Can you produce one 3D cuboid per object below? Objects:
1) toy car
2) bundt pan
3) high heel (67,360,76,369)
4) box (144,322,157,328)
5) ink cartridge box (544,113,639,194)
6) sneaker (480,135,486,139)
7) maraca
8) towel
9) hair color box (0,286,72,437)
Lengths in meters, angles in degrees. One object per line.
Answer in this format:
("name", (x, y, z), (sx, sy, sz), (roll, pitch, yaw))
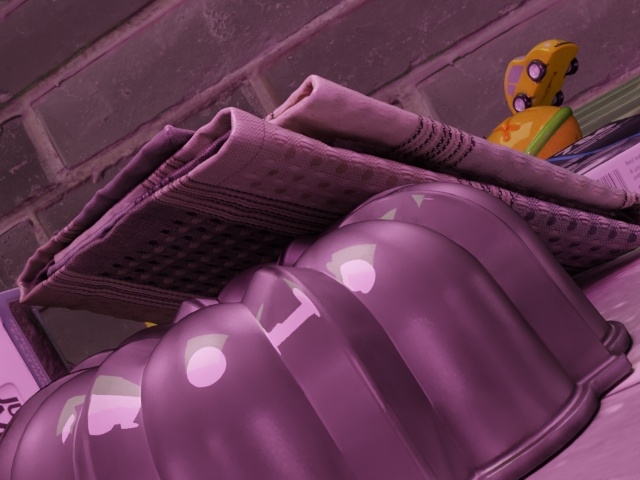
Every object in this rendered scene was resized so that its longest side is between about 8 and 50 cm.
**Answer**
("toy car", (0.215, -0.108, 1.395), (0.239, 0.053, 0.225), (-49, -32, 10))
("bundt pan", (-0.020, 0.074, 0.624), (0.330, 0.124, 0.331), (-29, 2, 1))
("high heel", (-0.299, 0.250, 1.436), (0.261, 0.093, 0.186), (21, 84, 58))
("box", (-0.105, 0.097, 1.431), (0.178, 0.109, 0.042), (-29, 1, 26))
("ink cartridge box", (0.221, -0.044, 1.020), (0.165, 0.065, 0.332), (-31, 1, -9))
("sneaker", (0.182, -0.065, 1.500), (0.078, 0.106, 0.234), (7, 12, 32))
("maraca", (0.198, -0.059, 1.278), (0.186, 0.099, 0.127), (-54, -13, 9))
("towel", (0.000, 0.000, 0.826), (0.324, 0.056, 0.312), (11, -24, -32))
("hair color box", (-0.328, 0.204, 0.854), (0.374, 0.185, 0.113), (-30, 1, 1))
